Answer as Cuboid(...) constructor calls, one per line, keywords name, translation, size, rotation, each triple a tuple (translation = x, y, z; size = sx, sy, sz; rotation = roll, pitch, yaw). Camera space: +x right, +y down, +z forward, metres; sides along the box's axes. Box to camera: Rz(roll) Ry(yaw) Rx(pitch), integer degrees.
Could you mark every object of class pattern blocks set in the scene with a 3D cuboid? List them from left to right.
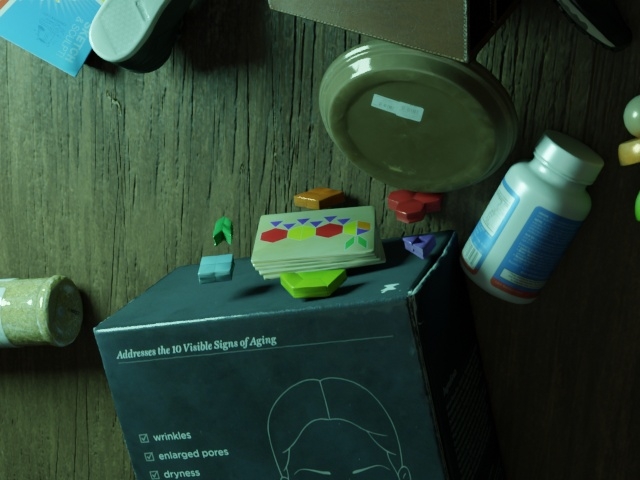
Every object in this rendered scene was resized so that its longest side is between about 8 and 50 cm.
Cuboid(name="pattern blocks set", translation=(0.000, 0.000, 1.517), size=(0.325, 0.285, 0.026), rotation=(-1, 119, 13))

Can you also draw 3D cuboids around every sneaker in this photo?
Cuboid(name="sneaker", translation=(-0.219, -0.365, 1.577), size=(0.104, 0.147, 0.296), rotation=(37, 84, 3))
Cuboid(name="sneaker", translation=(0.322, -0.373, 1.386), size=(0.124, 0.107, 0.283), rotation=(-41, 91, 19))

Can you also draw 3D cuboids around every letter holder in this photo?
Cuboid(name="letter holder", translation=(0.083, -0.380, 1.353), size=(0.302, 0.152, 0.214), rotation=(21, 143, 27))

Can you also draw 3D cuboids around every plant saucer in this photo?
Cuboid(name="plant saucer", translation=(0.127, -0.157, 1.476), size=(0.278, 0.041, 0.278), rotation=(13, 143, 10))

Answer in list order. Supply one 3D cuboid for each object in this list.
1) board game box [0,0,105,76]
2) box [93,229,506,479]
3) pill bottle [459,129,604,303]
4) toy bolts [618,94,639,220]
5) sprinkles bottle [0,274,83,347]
Cuboid(name="board game box", translation=(-0.385, -0.429, 1.578), size=(0.242, 0.064, 0.316), rotation=(28, 117, -18))
Cuboid(name="box", translation=(-0.010, 0.273, 1.596), size=(0.480, 0.297, 0.472), rotation=(-7, 106, 21))
Cuboid(name="pill bottle", translation=(0.293, -0.033, 1.490), size=(0.124, 0.124, 0.221), rotation=(31, 114, 7))
Cuboid(name="toy bolts", translation=(0.500, -0.127, 1.362), size=(0.228, 0.218, 0.158), rotation=(-17, 95, 4))
Cuboid(name="sprinkles bottle", translation=(-0.582, 0.127, 1.841), size=(0.355, 0.121, 0.121), rotation=(-4, 106, 20))
